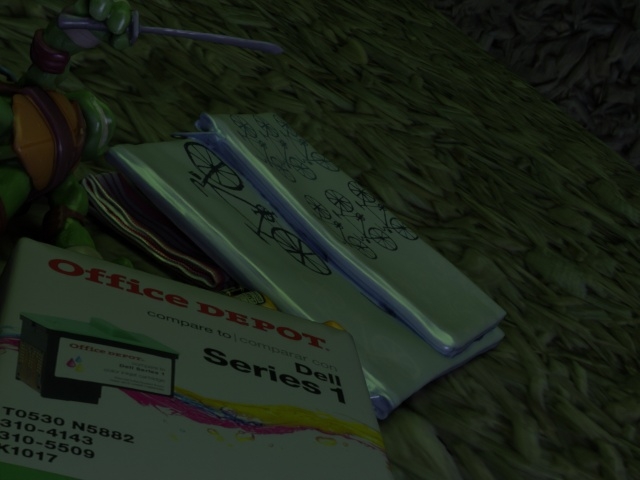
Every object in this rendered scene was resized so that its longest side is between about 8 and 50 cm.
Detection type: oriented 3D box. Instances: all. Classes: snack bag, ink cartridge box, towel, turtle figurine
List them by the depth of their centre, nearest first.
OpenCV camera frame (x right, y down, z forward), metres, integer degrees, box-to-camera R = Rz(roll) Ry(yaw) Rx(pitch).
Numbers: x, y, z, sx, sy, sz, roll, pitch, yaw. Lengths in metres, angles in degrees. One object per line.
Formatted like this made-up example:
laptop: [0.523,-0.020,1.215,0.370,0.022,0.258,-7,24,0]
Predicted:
ink cartridge box: [-0.075,0.128,0.638,0.201,0.117,0.278,17,22,-15]
turtle figurine: [-0.163,-0.060,0.894,0.275,0.197,0.266,33,24,16]
towel: [-0.107,-0.020,1.128,0.144,0.029,0.197,35,19,9]
snack bag: [0.000,0.000,1.167,0.323,0.037,0.342,43,20,13]

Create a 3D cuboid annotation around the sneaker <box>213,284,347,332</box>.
sneaker: [-0.078,0.062,0.867,0.225,0.092,0.088,18,23,-32]
